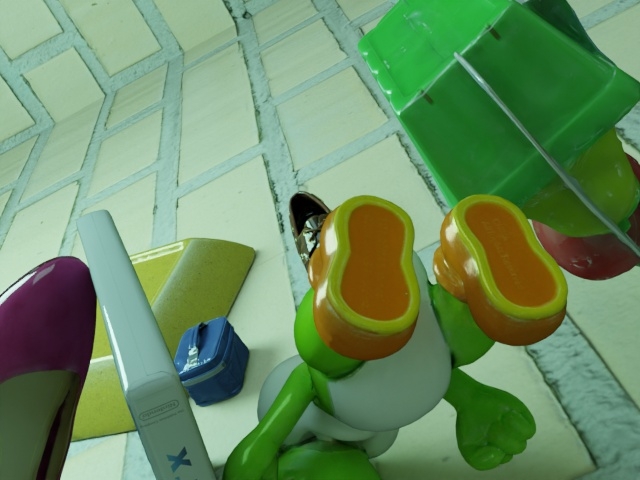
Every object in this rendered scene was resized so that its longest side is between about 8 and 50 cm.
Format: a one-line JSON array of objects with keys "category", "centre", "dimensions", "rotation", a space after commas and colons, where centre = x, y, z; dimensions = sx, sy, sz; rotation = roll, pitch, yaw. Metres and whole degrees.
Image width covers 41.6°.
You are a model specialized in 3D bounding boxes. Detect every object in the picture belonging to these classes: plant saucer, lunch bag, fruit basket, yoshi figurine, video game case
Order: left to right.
[{"category": "plant saucer", "centre": [-0.285, 0.119, 1.140], "dimensions": [0.332, 0.081, 0.333], "rotation": [-15, 32, 26]}, {"category": "video game case", "centre": [-0.119, 0.158, 0.678], "dimensions": [0.036, 0.300, 0.329], "rotation": [-21, 25, -14]}, {"category": "lunch bag", "centre": [-0.128, 0.133, 0.977], "dimensions": [0.067, 0.065, 0.098], "rotation": [-22, 29, 15]}, {"category": "yoshi figurine", "centre": [0.032, 0.138, 0.616], "dimensions": [0.203, 0.203, 0.362], "rotation": [-45, -13, -38]}, {"category": "fruit basket", "centre": [0.203, -0.071, 0.695], "dimensions": [0.165, 0.353, 0.327], "rotation": [-49, 22, 17]}]

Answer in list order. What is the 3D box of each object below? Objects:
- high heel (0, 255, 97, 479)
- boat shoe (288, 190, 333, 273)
[{"category": "high heel", "centre": [-0.261, 0.207, 0.768], "dimensions": [0.181, 0.127, 0.377], "rotation": [42, 117, 40]}, {"category": "boat shoe", "centre": [0.000, 0.000, 1.070], "dimensions": [0.073, 0.073, 0.207], "rotation": [-31, 29, -4]}]
